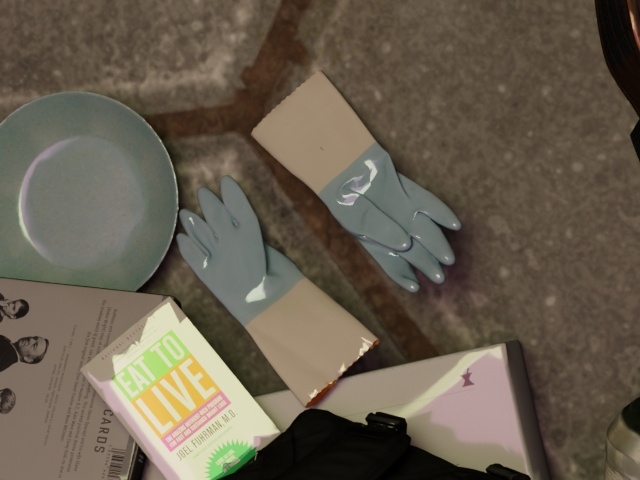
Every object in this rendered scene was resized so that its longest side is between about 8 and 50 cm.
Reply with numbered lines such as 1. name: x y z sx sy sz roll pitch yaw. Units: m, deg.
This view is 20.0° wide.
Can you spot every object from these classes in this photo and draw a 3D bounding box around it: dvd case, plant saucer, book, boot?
1. dvd case: -0.246 0.121 1.531 0.239 0.029 0.179 6 71 20
2. plant saucer: -0.212 -0.033 1.592 0.195 0.037 0.194 0 90 14
3. book: -0.113 0.132 1.464 0.096 0.035 0.144 -39 80 -9
4. boot: 0.293 -0.151 1.464 0.106 0.082 0.219 -10 77 -11

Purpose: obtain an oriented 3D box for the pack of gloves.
1. pack of gloves: 0.000 0.000 1.519 0.195 0.046 0.232 -42 60 1

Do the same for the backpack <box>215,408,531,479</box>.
1. backpack: -0.016 0.283 1.264 0.290 0.355 0.273 23 104 26

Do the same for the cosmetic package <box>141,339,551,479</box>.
1. cosmetic package: 0.010 0.259 1.503 0.377 0.097 0.284 -13 88 14

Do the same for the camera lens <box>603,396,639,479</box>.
1. camera lens: 0.314 0.253 1.351 0.219 0.219 0.274 6 102 14
